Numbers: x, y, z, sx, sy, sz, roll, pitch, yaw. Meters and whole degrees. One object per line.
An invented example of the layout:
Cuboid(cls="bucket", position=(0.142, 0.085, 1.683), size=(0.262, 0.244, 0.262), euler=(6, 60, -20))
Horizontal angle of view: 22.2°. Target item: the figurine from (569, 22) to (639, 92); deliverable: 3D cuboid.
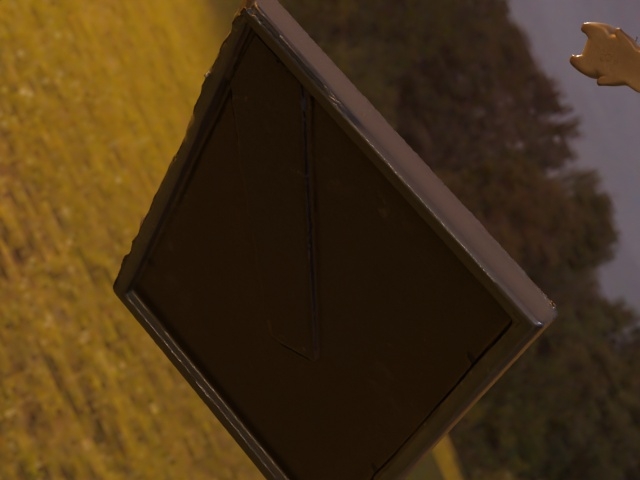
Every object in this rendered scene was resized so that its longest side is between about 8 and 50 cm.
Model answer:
Cuboid(cls="figurine", position=(0.241, -0.141, 1.271), size=(0.051, 0.047, 0.083), euler=(-10, 36, -47))

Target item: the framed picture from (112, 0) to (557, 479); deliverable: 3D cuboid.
Cuboid(cls="framed picture", position=(-0.013, 0.034, 0.933), size=(0.232, 0.024, 0.315), euler=(49, -34, 12))

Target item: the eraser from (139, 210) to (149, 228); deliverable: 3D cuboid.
Cuboid(cls="eraser", position=(0.000, -0.001, 1.400), size=(0.243, 0.204, 0.059), euler=(38, -37, 14))
